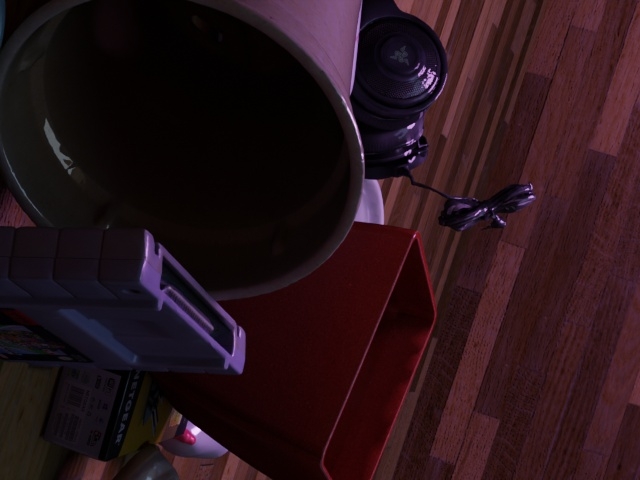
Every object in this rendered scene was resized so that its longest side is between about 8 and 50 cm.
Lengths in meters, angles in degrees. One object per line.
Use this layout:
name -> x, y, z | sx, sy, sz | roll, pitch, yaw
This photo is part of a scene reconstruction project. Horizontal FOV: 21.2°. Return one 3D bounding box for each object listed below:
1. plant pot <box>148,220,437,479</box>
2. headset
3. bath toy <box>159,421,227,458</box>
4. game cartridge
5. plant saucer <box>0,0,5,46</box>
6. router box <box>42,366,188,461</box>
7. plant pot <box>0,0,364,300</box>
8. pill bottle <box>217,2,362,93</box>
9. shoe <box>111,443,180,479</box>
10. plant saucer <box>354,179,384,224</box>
plant pot -> -0.037, 0.116, 1.858 | 0.267, 0.236, 0.267 | 71, 41, -66
headset -> 0.102, -0.169, 2.099 | 0.185, 0.394, 0.243 | -16, 147, -18
bath toy -> -0.107, 0.115, 2.082 | 0.348, 0.151, 0.129 | -59, 173, 8
game cartridge -> -0.215, 0.061, 1.506 | 0.355, 0.230, 0.068 | 56, 33, -70
plant saucer -> -0.293, -0.159, 1.344 | 0.195, 0.037, 0.195 | 19, 90, -74
router box -> -0.185, 0.076, 1.902 | 0.243, 0.081, 0.308 | -5, 112, -74
plant pot -> -0.096, -0.167, 1.572 | 0.305, 0.334, 0.333 | -72, 170, -50
pill bottle -> -0.037, -0.231, 1.923 | 0.160, 0.160, 0.283 | -55, 158, -46
shoe -> -0.243, 0.320, 1.883 | 0.219, 0.058, 0.076 | -45, 170, -3
plant saucer -> 0.000, 0.000, 2.287 | 0.400, 0.101, 0.400 | 10, 90, -67
